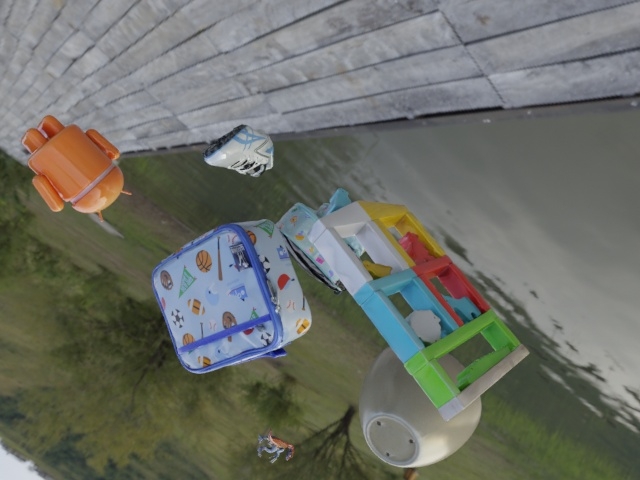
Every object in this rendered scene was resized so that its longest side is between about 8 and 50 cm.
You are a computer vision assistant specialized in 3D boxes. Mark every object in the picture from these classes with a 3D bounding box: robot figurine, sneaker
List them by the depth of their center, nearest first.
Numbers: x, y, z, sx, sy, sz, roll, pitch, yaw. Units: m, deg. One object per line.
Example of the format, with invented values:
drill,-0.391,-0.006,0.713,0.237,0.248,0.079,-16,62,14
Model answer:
sneaker,-0.133,-0.152,1.013,0.086,0.085,0.237,60,-164,-4
robot figurine,-0.492,-0.143,1.155,0.219,0.128,0.158,48,-161,-22

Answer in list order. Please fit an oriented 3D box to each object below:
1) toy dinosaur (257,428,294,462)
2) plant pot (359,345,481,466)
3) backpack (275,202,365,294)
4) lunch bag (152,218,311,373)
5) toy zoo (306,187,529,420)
toy dinosaur,-0.077,0.385,1.065,0.082,0.047,0.090,13,144,-29
plant pot,0.199,0.400,1.309,0.284,0.191,0.284,13,115,28
backpack,0.000,0.000,1.192,0.188,0.144,0.166,38,179,-12
lunch bag,-0.161,0.108,1.019,0.303,0.115,0.243,-24,83,39
toy zoo,0.106,0.048,0.678,0.192,0.030,0.293,-11,-121,-51
